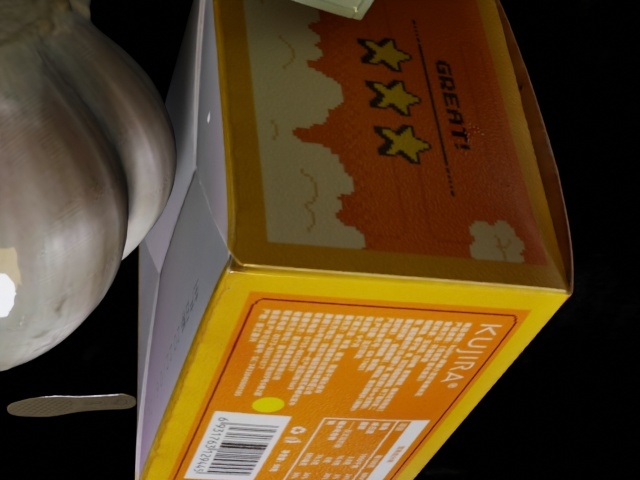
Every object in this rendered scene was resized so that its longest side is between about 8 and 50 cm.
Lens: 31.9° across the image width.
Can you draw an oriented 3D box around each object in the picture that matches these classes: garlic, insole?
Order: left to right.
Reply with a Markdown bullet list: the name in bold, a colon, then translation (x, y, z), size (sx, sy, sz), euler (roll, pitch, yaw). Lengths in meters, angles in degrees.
- **garlic**: translation (-0.207, -0.048, 0.674), size (0.237, 0.210, 0.292), euler (26, 127, 11)
- **insole**: translation (-0.261, 0.173, 1.173), size (0.134, 0.002, 0.045), euler (-3, 145, -5)

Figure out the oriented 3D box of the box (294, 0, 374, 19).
- **box**: translation (-0.051, -0.218, 0.588), size (0.225, 0.086, 0.129), euler (13, 140, -24)

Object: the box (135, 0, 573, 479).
- **box**: translation (0.000, 0.000, 0.752), size (0.213, 0.260, 0.284), euler (7, 143, -17)
